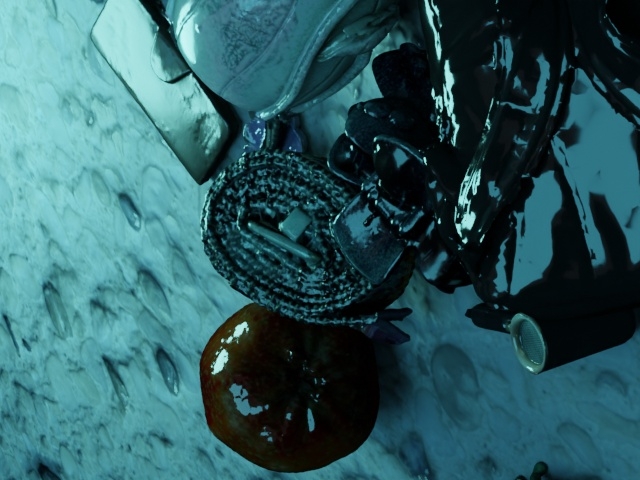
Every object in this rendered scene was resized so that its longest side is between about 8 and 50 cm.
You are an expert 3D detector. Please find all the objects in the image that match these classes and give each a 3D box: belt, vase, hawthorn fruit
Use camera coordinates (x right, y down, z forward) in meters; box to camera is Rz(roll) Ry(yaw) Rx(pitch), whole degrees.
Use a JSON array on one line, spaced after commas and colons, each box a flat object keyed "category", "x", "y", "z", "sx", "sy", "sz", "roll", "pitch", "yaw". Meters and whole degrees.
[{"category": "belt", "x": 0.000, "y": 0.000, "z": 1.517, "sx": 0.295, "sy": 0.160, "sz": 0.207, "roll": 23, "pitch": 96, "yaw": 26}, {"category": "vase", "x": 0.019, "y": -0.333, "z": 1.267, "sx": 0.250, "sy": 0.250, "sz": 0.445, "roll": 56, "pitch": 133, "yaw": 10}, {"category": "hawthorn fruit", "x": -0.051, "y": 0.199, "z": 1.667, "sx": 0.254, "sy": 0.254, "sz": 0.300, "roll": 66, "pitch": 169, "yaw": -3}]

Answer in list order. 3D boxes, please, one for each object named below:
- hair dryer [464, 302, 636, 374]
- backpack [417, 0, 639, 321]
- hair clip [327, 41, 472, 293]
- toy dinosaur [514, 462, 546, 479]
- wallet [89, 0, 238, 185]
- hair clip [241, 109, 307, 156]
[{"category": "hair dryer", "x": 0.249, "y": 0.091, "z": 1.377, "sx": 0.255, "sy": 0.128, "sz": 0.070, "roll": -169, "pitch": 65, "yaw": -69}, {"category": "backpack", "x": 0.246, "y": -0.155, "z": 1.077, "sx": 0.363, "sy": 0.255, "sz": 0.446, "roll": -19, "pitch": 85, "yaw": 24}, {"category": "hair clip", "x": 0.128, "y": -0.063, "z": 1.314, "sx": 0.310, "sy": 0.206, "sz": 0.194, "roll": 48, "pitch": 138, "yaw": 18}, {"category": "toy dinosaur", "x": 0.259, "y": 0.354, "z": 1.513, "sx": 0.079, "sy": 0.120, "sz": 0.292, "roll": 50, "pitch": 164, "yaw": 0}, {"category": "wallet", "x": -0.238, "y": -0.241, "z": 1.758, "sx": 0.310, "sy": 0.042, "sz": 0.165, "roll": 55, "pitch": 142, "yaw": 11}, {"category": "hair clip", "x": -0.070, "y": -0.130, "z": 1.628, "sx": 0.124, "sy": 0.052, "sz": 0.195, "roll": 46, "pitch": 143, "yaw": 29}]
